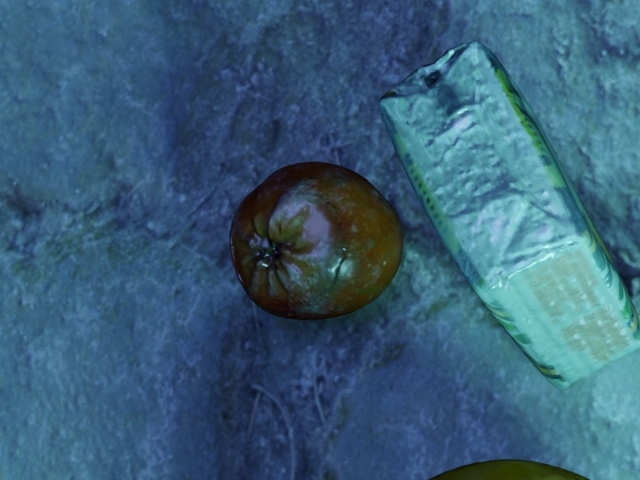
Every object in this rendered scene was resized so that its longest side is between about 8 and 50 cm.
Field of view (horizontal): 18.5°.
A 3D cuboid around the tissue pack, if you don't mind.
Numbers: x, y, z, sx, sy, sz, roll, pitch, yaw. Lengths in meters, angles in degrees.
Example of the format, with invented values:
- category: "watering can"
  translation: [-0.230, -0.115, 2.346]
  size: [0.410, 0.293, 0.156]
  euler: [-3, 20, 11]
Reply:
- category: "tissue pack"
  translation: [0.186, -0.016, 1.839]
  size: [0.128, 0.311, 0.228]
  euler: [-29, 63, 9]

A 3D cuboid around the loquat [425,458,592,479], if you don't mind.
- category: "loquat"
  translation: [0.153, 0.367, 1.726]
  size: [0.359, 0.328, 0.328]
  euler: [-45, 49, 52]

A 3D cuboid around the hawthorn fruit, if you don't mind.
- category: "hawthorn fruit"
  translation: [0.000, 0.000, 1.993]
  size: [0.173, 0.173, 0.172]
  euler: [-7, 68, 18]
